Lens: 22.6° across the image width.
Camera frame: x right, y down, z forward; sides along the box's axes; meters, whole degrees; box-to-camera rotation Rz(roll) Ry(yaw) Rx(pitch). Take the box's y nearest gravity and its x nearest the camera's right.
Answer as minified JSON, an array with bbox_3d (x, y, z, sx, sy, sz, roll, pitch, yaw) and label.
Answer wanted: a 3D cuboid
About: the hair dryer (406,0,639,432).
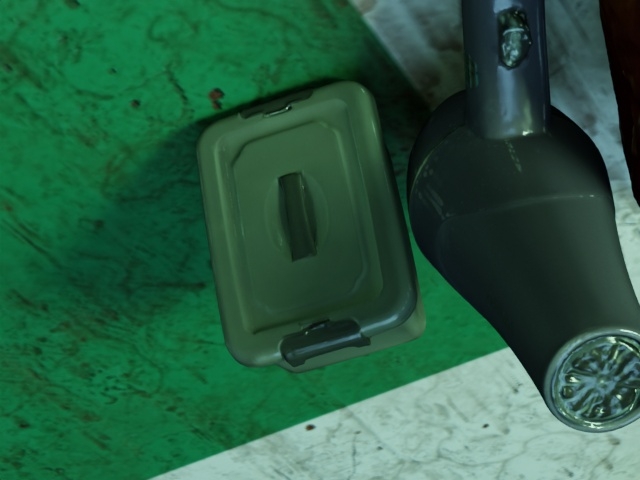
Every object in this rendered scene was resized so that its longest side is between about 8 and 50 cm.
[{"bbox_3d":[0.104,-0.106,0.849,0.121,0.301,0.361,-9,117,-3],"label":"hair dryer"}]

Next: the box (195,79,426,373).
[{"bbox_3d":[0.000,0.000,1.005,0.124,0.172,0.093,-16,156,15],"label":"box"}]

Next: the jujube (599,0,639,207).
[{"bbox_3d":[0.249,-0.102,0.857,0.223,0.223,0.318,-8,143,2],"label":"jujube"}]
